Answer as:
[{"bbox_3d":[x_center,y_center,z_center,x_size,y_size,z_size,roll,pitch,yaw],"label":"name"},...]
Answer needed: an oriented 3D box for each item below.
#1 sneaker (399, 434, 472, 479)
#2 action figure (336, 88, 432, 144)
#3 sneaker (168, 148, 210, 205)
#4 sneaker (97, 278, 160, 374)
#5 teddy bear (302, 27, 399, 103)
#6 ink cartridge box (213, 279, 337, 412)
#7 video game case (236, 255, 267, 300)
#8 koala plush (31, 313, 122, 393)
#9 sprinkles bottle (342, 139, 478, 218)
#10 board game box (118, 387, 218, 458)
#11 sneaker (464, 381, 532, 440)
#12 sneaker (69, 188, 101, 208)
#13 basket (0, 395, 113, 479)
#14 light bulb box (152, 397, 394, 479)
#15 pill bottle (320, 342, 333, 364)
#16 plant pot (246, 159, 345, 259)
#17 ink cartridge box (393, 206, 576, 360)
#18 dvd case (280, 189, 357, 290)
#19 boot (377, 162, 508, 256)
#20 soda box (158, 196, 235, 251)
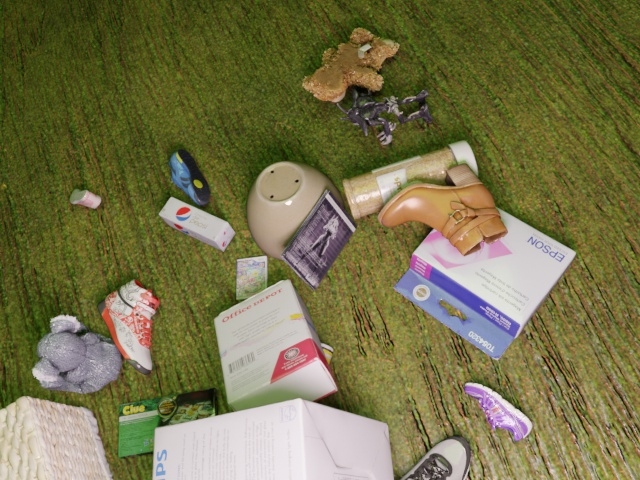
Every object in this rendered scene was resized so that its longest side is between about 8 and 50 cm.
[{"bbox_3d":[0.227,0.533,1.315,0.271,0.108,0.100,-42,60,-11],"label":"sneaker"},{"bbox_3d":[0.181,-0.364,1.771,0.276,0.141,0.164,-9,63,-9],"label":"action figure"},{"bbox_3d":[-0.406,-0.180,1.860,0.082,0.069,0.209,-42,66,28],"label":"sneaker"},{"bbox_3d":[-0.491,0.224,1.649,0.145,0.090,0.270,-39,59,-5],"label":"sneaker"},{"bbox_3d":[0.100,-0.544,1.911,0.245,0.113,0.337,18,61,13],"label":"teddy bear"},{"bbox_3d":[-0.115,0.265,1.447,0.226,0.131,0.306,-27,33,2],"label":"ink cartridge box"},{"bbox_3d":[-0.190,0.104,1.686,0.087,0.011,0.121,-8,62,9],"label":"video game case"},{"bbox_3d":[-0.647,0.292,1.574,0.204,0.221,0.196,10,66,17],"label":"koala plush"},{"bbox_3d":[0.243,-0.165,1.662,0.356,0.121,0.121,-18,61,4],"label":"sprinkles bottle"},{"bbox_3d":[-0.386,0.462,1.538,0.260,0.030,0.136,-11,64,7],"label":"board game box"},{"bbox_3d":[0.394,0.386,1.376,0.170,0.068,0.071,37,82,26],"label":"sneaker"},{"bbox_3d":[-0.739,-0.128,1.916,0.134,0.070,0.050,3,70,47],"label":"sneaker"},{"bbox_3d":[-0.699,0.582,1.415,0.329,0.266,0.331,-31,59,-3],"label":"basket"},{"bbox_3d":[-0.087,0.481,1.221,0.361,0.358,0.225,-19,59,27],"label":"light bulb box"},{"bbox_3d":[-0.014,0.315,1.505,0.065,0.065,0.116,10,66,18],"label":"pill bottle"},{"bbox_3d":[-0.087,-0.112,1.671,0.284,0.191,0.283,-5,62,10],"label":"plant pot"},{"bbox_3d":[0.407,0.075,1.531,0.324,0.071,0.330,35,74,25],"label":"ink cartridge box"},{"bbox_3d":[0.000,0.000,1.612,0.018,0.164,0.221,18,67,44],"label":"dvd case"},{"bbox_3d":[0.308,-0.046,1.537,0.284,0.109,0.220,-24,66,-1],"label":"boot"},{"bbox_3d":[-0.359,-0.049,1.767,0.216,0.074,0.069,23,71,22],"label":"soda box"}]
